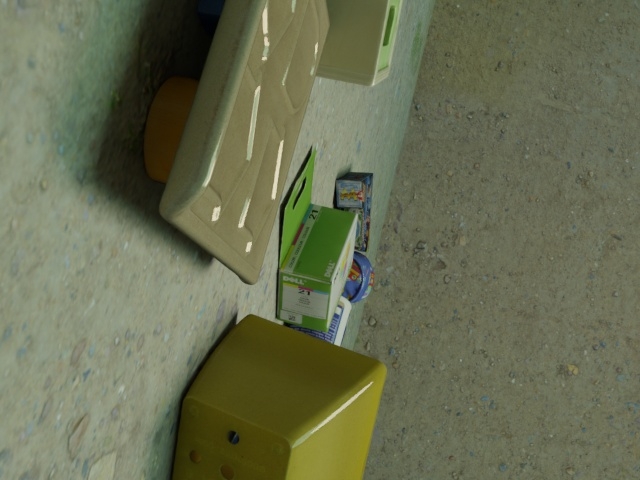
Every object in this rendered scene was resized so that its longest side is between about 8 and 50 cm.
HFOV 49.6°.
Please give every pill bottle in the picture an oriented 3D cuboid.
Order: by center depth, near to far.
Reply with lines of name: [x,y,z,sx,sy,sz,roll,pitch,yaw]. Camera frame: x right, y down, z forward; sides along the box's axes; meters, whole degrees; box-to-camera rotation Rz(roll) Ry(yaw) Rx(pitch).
pill bottle: [-0.016,0.194,1.315,0.112,0.111,0.187,83,22,-65]

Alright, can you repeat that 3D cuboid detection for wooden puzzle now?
wooden puzzle: [-0.070,-0.141,0.648,0.348,0.080,0.322,82,23,-78]

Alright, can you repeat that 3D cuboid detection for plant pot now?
plant pot: [-0.065,0.241,0.853,0.187,0.212,0.212,-22,126,-63]

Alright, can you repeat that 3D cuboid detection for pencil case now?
pencil case: [0.048,0.084,1.524,0.306,0.119,0.133,17,95,-81]

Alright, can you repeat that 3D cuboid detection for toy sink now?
toy sink: [0.046,-0.329,0.883,0.153,0.131,0.234,-54,155,-69]

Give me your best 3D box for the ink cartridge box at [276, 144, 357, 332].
ink cartridge box: [0.000,0.000,1.182,0.189,0.096,0.255,-67,167,-46]

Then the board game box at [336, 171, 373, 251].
board game box: [0.076,-0.074,1.579,0.194,0.060,0.194,16,77,-78]

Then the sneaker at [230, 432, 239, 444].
sneaker: [-0.079,0.311,1.106,0.131,0.111,0.297,91,14,-50]
